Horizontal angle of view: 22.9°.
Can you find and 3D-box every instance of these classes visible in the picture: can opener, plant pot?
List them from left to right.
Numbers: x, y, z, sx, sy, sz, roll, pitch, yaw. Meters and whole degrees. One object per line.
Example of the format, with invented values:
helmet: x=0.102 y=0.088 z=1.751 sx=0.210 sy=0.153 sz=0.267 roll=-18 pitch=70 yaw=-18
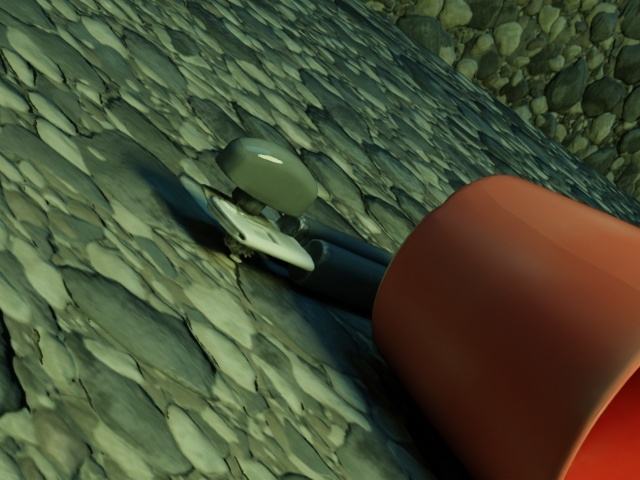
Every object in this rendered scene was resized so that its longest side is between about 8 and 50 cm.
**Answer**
can opener: x=0.000 y=0.000 z=1.347 sx=0.280 sy=0.093 sz=0.074 roll=30 pitch=18 yaw=-53
plant pot: x=0.191 y=0.088 z=1.278 sx=0.243 sy=0.275 sz=0.275 roll=40 pitch=11 yaw=36
